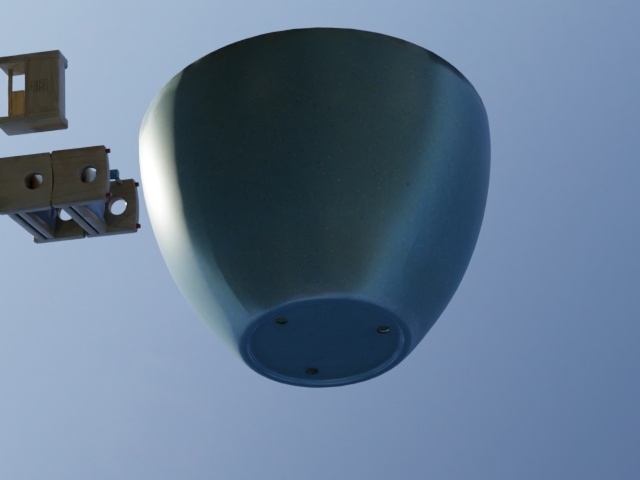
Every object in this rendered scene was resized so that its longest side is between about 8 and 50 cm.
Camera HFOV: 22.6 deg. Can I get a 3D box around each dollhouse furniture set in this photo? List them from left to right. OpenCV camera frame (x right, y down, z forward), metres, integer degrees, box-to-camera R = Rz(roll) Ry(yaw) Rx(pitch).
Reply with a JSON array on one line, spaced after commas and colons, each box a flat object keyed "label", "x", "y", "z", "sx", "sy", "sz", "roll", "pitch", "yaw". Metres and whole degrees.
[{"label": "dollhouse furniture set", "x": -0.285, "y": -0.107, "z": 1.821, "sx": 0.128, "sy": 0.129, "sz": 0.184, "roll": -6, "pitch": -107, "yaw": 8}]

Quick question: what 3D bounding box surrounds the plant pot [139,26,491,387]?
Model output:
[{"label": "plant pot", "x": 0.000, "y": 0.000, "z": 1.271, "sx": 0.290, "sy": 0.290, "sz": 0.195, "roll": -16, "pitch": -127, "yaw": 17}]
